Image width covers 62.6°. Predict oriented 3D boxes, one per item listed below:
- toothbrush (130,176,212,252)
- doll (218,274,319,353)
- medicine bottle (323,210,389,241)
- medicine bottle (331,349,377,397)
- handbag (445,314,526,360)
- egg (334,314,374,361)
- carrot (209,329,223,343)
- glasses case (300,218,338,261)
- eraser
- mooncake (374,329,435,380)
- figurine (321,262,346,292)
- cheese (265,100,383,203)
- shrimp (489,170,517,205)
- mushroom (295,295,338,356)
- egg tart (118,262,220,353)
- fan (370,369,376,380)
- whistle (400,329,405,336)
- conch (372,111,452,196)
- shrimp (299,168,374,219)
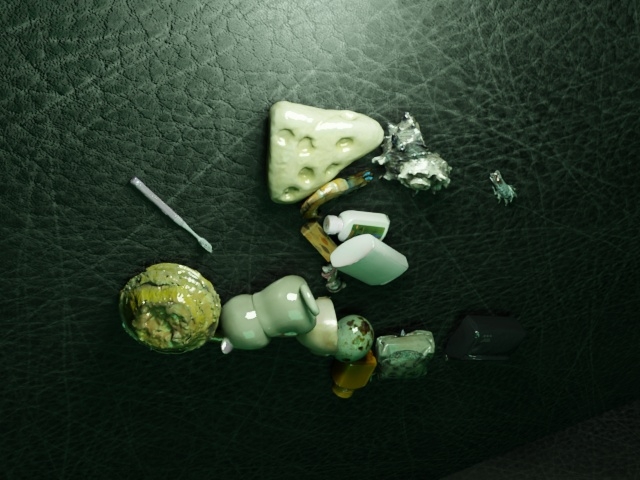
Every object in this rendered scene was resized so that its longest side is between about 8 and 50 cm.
[{"bbox_3d":[-0.447,-0.070,1.613,0.024,0.029,0.354,-43,129,-3],"label":"toothbrush"},{"bbox_3d":[-0.174,0.255,1.847,0.370,0.215,0.226,-23,160,9],"label":"doll"},{"bbox_3d":[0.120,-0.046,1.813,0.219,0.078,0.115,5,135,-24],"label":"medicine bottle"},{"bbox_3d":[0.131,0.567,2.268,0.149,0.112,0.222,7,123,-25],"label":"medicine bottle"},{"bbox_3d":[0.745,0.477,2.388,0.301,0.178,0.275,4,124,-24],"label":"handbag"},{"bbox_3d":[0.119,0.397,2.098,0.169,0.169,0.231,8,132,-26],"label":"egg"},{"bbox_3d":[-0.365,0.353,1.954,0.298,0.078,0.078,7,123,-18],"label":"carrot"},{"bbox_3d":[0.000,0.000,1.830,0.064,0.041,0.170,-42,129,-1],"label":"glasses case"},{"bbox_3d":[0.177,0.075,1.871,0.174,0.095,0.270,-29,149,24],"label":"eraser"},{"bbox_3d":[0.360,0.506,2.265,0.250,0.136,0.254,-5,139,-4],"label":"mooncake"},{"bbox_3d":[0.046,0.137,1.949,0.072,0.054,0.129,-33,125,-14],"label":"figurine"},{"bbox_3d":[-0.008,-0.241,1.585,0.350,0.130,0.328,3,128,-22],"label":"cheese"},{"bbox_3d":[0.667,-0.178,1.925,0.082,0.076,0.174,-25,134,29],"label":"shrimp"},{"bbox_3d":[-0.027,0.361,2.002,0.162,0.173,0.236,-3,122,-10],"label":"mushroom"},{"bbox_3d":[-0.498,0.246,1.722,0.351,0.150,0.352,-1,114,-2],"label":"egg tart"},{"bbox_3d":[0.235,0.602,2.405,0.085,0.005,0.133,-8,128,-16],"label":"fan"},{"bbox_3d":[0.361,0.422,2.300,0.029,0.033,0.083,2,135,11],"label":"whistle"},{"bbox_3d":[0.289,-0.244,1.622,0.186,0.240,0.313,-42,134,-17],"label":"conch"},{"bbox_3d":[0.048,-0.141,1.694,0.290,0.054,0.222,-28,168,-31],"label":"shrimp"}]
